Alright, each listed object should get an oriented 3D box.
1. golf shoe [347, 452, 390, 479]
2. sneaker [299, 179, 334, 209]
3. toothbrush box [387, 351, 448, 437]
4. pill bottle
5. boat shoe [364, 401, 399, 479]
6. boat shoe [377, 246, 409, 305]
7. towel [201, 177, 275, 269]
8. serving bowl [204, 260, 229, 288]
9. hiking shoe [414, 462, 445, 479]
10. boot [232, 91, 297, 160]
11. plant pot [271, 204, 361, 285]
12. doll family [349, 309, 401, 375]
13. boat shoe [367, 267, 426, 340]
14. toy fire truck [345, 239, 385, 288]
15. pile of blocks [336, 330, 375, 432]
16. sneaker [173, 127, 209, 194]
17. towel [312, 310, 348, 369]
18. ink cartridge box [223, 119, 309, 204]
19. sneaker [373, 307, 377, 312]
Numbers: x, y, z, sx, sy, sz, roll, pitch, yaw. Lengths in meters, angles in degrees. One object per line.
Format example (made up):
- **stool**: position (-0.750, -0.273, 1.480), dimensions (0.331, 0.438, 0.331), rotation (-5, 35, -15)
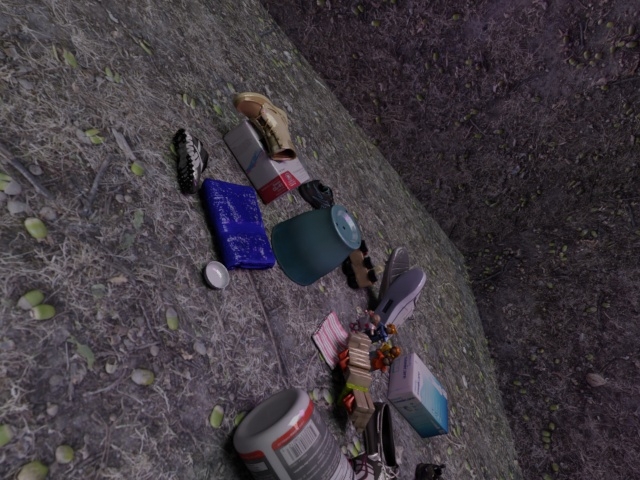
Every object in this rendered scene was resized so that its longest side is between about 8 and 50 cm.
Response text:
- **golf shoe**: position (0.145, 0.691, 1.167), dimensions (0.273, 0.120, 0.105), rotation (166, -100, -81)
- **sneaker**: position (0.022, -0.180, 1.872), dimensions (0.267, 0.106, 0.101), rotation (40, 34, -37)
- **toothbrush box**: position (0.430, 0.674, 1.766), dimensions (0.295, 0.126, 0.216), rotation (51, 31, -20)
- **pill bottle**: position (-0.038, 0.575, 0.999), dimensions (0.362, 0.210, 0.210), rotation (60, 28, -4)
- **boat shoe**: position (0.221, 0.734, 1.403), dimensions (0.112, 0.096, 0.334), rotation (28, 43, -46)
- **boat shoe**: position (0.332, 0.178, 1.901), dimensions (0.118, 0.103, 0.320), rotation (-4, 107, -34)
- **towel**: position (-0.257, -0.053, 1.321), dimensions (0.228, 0.076, 0.308), rotation (6, 60, -61)
- **serving bowl**: position (-0.304, 0.103, 1.168), dimensions (0.083, 0.027, 0.083), rotation (38, 37, -36)
- **hiking shoe**: position (0.411, 0.929, 1.524), dimensions (0.086, 0.114, 0.227), rotation (58, 29, -8)
- **boot**: position (-0.194, -0.404, 1.462), dimensions (0.262, 0.095, 0.203), rotation (14, 55, -57)
- **plant pot**: position (0.000, 0.000, 1.518), dimensions (0.272, 0.255, 0.271), rotation (39, 37, -36)
- **doll family**: position (0.237, 0.410, 1.642), dimensions (0.118, 0.163, 0.262), rotation (18, 50, -52)
- **boat shoe**: position (0.366, 0.302, 1.812), dimensions (0.367, 0.136, 0.156), rotation (-53, 127, -11)
- **toy fire truck**: position (0.213, 0.108, 1.919), dimensions (0.246, 0.159, 0.216), rotation (23, 49, -77)
- **pile of blocks**: position (0.103, 0.477, 1.430), dimensions (0.113, 0.148, 0.362), rotation (20, 40, -13)
- **sneaker**: position (-0.392, -0.242, 1.274), dimensions (0.106, 0.078, 0.234), rotation (16, 50, -50)
- **towel**: position (0.045, 0.366, 1.509), dimensions (0.144, 0.029, 0.197), rotation (58, 29, -5)
- **ink cartridge box**: position (-0.204, -0.323, 1.599), dimensions (0.306, 0.131, 0.226), rotation (59, 29, -9)
- **sneaker**: position (0.295, 0.376, 1.889), dimensions (0.058, 0.052, 0.135), rotation (3, 63, -63)
